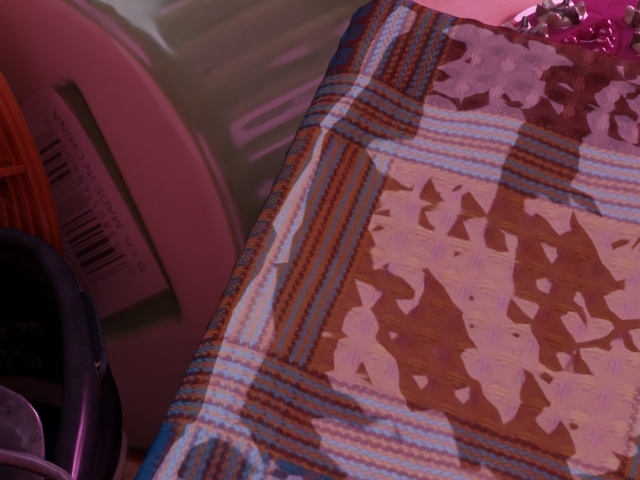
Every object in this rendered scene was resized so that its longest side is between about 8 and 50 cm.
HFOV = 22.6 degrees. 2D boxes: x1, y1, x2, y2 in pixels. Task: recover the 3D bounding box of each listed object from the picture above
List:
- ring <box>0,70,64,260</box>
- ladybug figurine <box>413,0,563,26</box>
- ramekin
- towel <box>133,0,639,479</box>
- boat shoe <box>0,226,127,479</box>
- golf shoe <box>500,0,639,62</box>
[{"bbox_3d":[-0.270,-0.051,0.852,0.336,0.337,0.032,13,38,36],"label":"ring"},{"bbox_3d":[0.062,-0.150,1.333,0.449,0.162,0.305,-18,25,-38],"label":"ladybug figurine"},{"bbox_3d":[-0.086,-0.037,0.846,0.303,0.303,0.148,14,32,39],"label":"ramekin"},{"bbox_3d":[0.087,0.063,0.570,0.271,0.040,0.370,16,52,8],"label":"towel"},{"bbox_3d":[-0.173,0.131,0.582,0.186,0.156,0.500,1,21,4],"label":"boat shoe"},{"bbox_3d":[0.110,-0.004,0.763,0.115,0.140,0.306,9,42,22],"label":"golf shoe"}]
